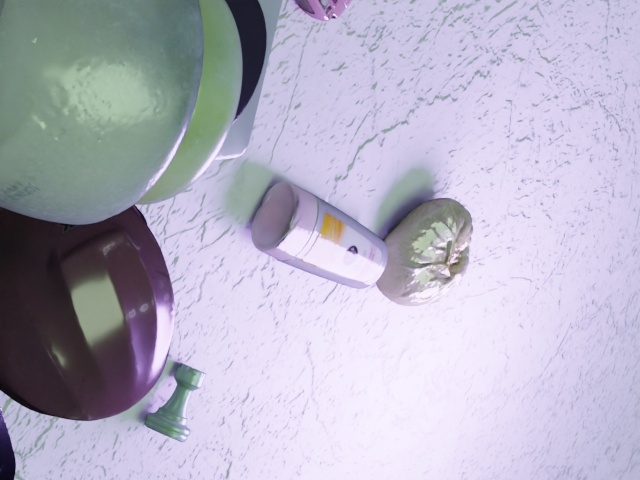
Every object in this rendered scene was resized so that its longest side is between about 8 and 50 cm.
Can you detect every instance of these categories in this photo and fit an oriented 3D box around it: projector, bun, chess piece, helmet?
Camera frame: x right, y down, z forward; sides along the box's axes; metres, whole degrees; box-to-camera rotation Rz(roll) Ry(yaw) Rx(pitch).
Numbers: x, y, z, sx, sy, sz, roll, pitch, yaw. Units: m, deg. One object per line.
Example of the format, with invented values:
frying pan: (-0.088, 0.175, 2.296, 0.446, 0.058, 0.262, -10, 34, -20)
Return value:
projector: (-0.171, -0.221, 1.928, 0.257, 0.079, 0.259, -10, 122, -49)
bun: (0.172, 0.022, 2.512, 0.188, 0.111, 0.164, -42, 139, -19)
chess piece: (-0.200, 0.226, 2.240, 0.067, 0.067, 0.103, 32, 78, -56)
helmet: (-0.289, 0.074, 1.899, 0.271, 0.197, 0.338, -27, 135, -35)

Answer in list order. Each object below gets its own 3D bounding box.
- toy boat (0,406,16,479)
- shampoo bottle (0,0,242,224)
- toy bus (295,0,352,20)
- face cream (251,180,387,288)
toy boat: (-0.456, 0.244, 1.907, 0.134, 0.092, 0.298, -50, 151, -37)
shampoo bottle: (-0.267, -0.180, 1.628, 0.317, 0.322, 0.322, 7, 109, -43)
toy bus: (-0.012, -0.365, 2.040, 0.090, 0.063, 0.203, -51, 146, -12)
face cream: (0.000, 0.000, 2.315, 0.269, 0.073, 0.107, 27, 84, -54)
